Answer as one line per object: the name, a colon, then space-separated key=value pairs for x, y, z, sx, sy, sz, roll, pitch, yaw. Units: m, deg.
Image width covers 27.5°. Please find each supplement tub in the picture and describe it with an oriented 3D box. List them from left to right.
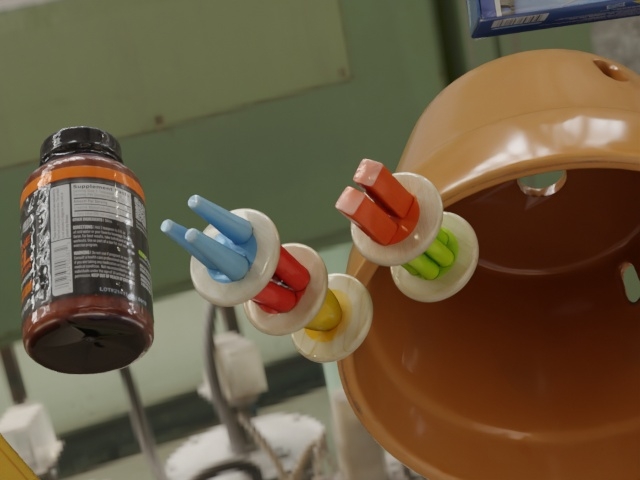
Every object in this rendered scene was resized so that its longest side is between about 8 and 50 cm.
supplement tub: x=-0.194 y=0.004 z=1.077 sx=0.106 sy=0.106 sz=0.198 roll=-10 pitch=57 yaw=1

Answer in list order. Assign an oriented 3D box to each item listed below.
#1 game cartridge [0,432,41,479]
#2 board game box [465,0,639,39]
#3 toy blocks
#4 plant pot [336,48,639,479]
game cartridge: x=-0.384 y=0.159 z=0.957 sx=0.323 sy=0.285 sz=0.053 roll=-4 pitch=54 yaw=11
board game box: x=0.137 y=-0.144 z=0.403 sx=0.201 sy=0.136 sz=0.035 roll=-7 pitch=-2 yaw=2
toy blocks: x=0.000 y=0.000 z=0.666 sx=0.123 sy=0.148 sz=0.054 roll=-32 pitch=56 yaw=16
plant pot: x=0.155 y=0.006 z=0.872 sx=0.291 sy=0.291 sz=0.203 roll=-8 pitch=38 yaw=8
